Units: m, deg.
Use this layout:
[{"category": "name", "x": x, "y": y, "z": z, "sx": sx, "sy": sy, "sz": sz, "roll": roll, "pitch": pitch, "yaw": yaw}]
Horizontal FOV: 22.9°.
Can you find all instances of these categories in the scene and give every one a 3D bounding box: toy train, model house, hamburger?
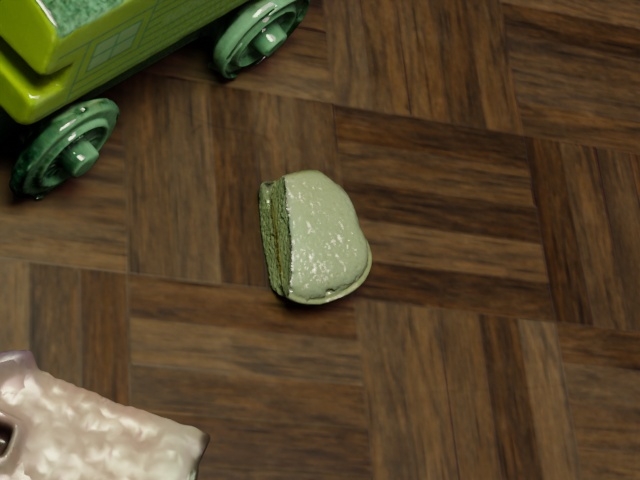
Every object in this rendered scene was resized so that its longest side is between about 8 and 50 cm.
[{"category": "toy train", "x": -0.139, "y": -0.219, "z": 1.252, "sx": 0.179, "sy": 0.272, "sz": 0.442, "roll": 46, "pitch": 53, "yaw": 9}, {"category": "model house", "x": -0.224, "y": 0.195, "z": 0.995, "sx": 0.237, "sy": 0.237, "sz": 0.202, "roll": 24, "pitch": 61, "yaw": -6}, {"category": "hamburger", "x": -0.001, "y": 0.002, "z": 1.328, "sx": 0.084, "sy": 0.054, "sz": 0.121, "roll": 7, "pitch": 62, "yaw": -27}]
